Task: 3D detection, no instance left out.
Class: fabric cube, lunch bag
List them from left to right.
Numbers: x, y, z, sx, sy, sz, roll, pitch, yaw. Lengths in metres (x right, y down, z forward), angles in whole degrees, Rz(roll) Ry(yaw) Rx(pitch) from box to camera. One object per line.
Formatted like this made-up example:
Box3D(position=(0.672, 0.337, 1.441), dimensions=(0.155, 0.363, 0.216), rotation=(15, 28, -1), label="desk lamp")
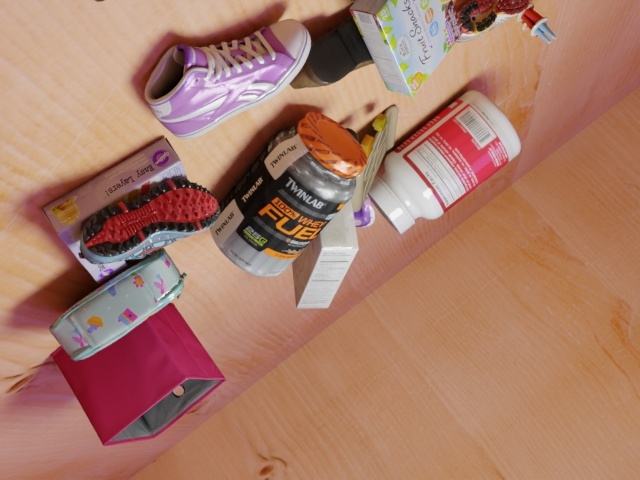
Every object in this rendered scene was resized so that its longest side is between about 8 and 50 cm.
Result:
Box3D(position=(-0.409, 0.127, 1.496), dimensions=(0.279, 0.107, 0.224), rotation=(-34, -173, -6), label="lunch bag")
Box3D(position=(-0.436, 0.313, 1.753), dimensions=(0.254, 0.258, 0.259), rotation=(-40, 162, 3), label="fabric cube")

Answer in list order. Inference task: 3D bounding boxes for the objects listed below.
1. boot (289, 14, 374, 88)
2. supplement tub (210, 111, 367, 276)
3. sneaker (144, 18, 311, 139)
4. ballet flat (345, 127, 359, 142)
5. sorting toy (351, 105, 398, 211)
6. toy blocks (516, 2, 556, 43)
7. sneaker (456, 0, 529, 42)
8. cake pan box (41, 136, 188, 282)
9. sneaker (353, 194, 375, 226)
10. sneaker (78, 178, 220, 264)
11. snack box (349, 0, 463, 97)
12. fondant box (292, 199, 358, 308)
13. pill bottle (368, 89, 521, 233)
Box3D(position=(0.058, -0.365, 1.347), dimensions=(0.305, 0.112, 0.115), rotation=(-33, -167, -32), label="boot")
Box3D(position=(-0.067, -0.097, 1.534), dimensions=(0.338, 0.207, 0.207), rotation=(-48, 160, 27), label="supplement tub")
Box3D(position=(-0.144, -0.274, 1.124), dimensions=(0.282, 0.102, 0.161), rotation=(-38, 159, -1), label="sneaker")
Box3D(position=(-0.026, -0.155, 1.668), dimensions=(0.096, 0.095, 0.280), rotation=(8, 132, -50), label="ballet flat")
Box3D(position=(0.126, -0.223, 1.776), dimensions=(0.229, 0.041, 0.307), rotation=(-62, 168, -19), label="sorting toy")
Box3D(position=(0.505, -0.515, 1.702), dimensions=(0.054, 0.148, 0.123), rotation=(-44, 161, 18), label="toy blocks")
Box3D(position=(0.368, -0.509, 1.593), dimensions=(0.225, 0.088, 0.093), rotation=(-30, -179, -23), label="sneaker")
Box3D(position=(-0.355, -0.046, 1.333), dimensions=(0.246, 0.070, 0.267), rotation=(-31, 161, -14), label="cake pan box")
Box3D(position=(0.068, -0.069, 1.998), dimensions=(0.105, 0.095, 0.236), rotation=(-13, 175, -23), label="sneaker")
Box3D(position=(-0.303, -0.029, 1.256), dimensions=(0.262, 0.104, 0.125), rotation=(-19, 172, -35), label="sneaker")
Box3D(position=(0.158, -0.390, 1.280), dimensions=(0.174, 0.070, 0.207), rotation=(-52, 140, -13), label="snack box")
Box3D(position=(0.000, 0.000, 1.842), dimensions=(0.096, 0.238, 0.330), rotation=(1, 150, -14), label="fondant box")
Box3D(position=(0.328, -0.208, 1.990), dimensions=(0.408, 0.229, 0.229), rotation=(-38, 162, 2), label="pill bottle")
